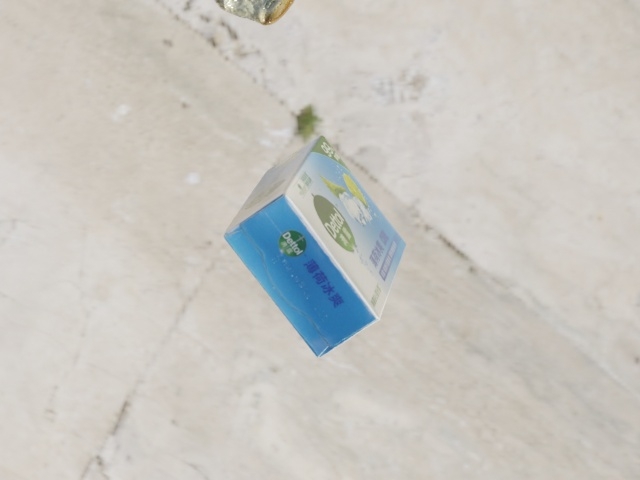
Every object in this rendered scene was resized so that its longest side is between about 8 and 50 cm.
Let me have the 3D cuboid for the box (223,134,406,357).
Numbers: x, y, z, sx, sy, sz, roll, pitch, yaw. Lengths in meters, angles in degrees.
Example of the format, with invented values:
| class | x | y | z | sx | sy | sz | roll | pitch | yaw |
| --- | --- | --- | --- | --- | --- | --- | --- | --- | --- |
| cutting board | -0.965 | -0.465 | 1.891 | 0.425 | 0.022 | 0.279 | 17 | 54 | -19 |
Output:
| class | x | y | z | sx | sy | sz | roll | pitch | yaw |
| --- | --- | --- | --- | --- | --- | --- | --- | --- | --- |
| box | 0.000 | 0.000 | 1.346 | 0.073 | 0.194 | 0.139 | -34 | 101 | 19 |

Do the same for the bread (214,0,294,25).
| class | x | y | z | sx | sy | sz | roll | pitch | yaw |
| --- | --- | --- | --- | --- | --- | --- | --- | --- | --- |
| bread | -0.053 | -0.218 | 1.218 | 0.077 | 0.083 | 0.070 | 16 | 107 | -22 |
